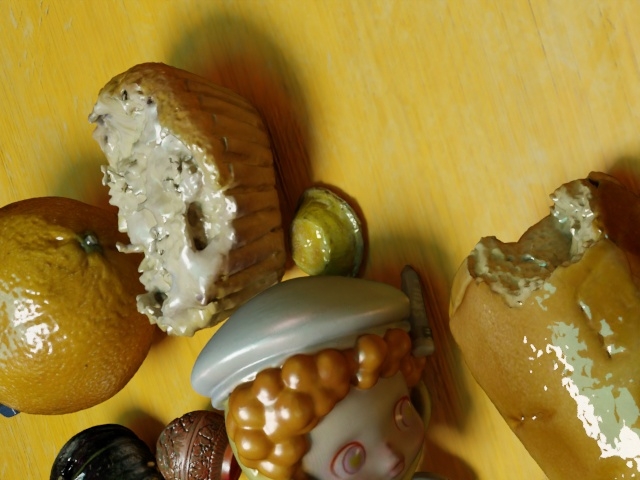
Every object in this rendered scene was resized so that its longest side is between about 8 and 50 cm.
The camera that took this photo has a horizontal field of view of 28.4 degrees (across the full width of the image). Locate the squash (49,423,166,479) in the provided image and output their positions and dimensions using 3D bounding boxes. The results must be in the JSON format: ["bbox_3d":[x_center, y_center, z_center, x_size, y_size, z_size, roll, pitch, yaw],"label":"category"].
[{"bbox_3d":[-0.244,0.315,1.545,0.193,0.156,0.193,24,139,23],"label":"squash"}]

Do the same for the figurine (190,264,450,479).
[{"bbox_3d":[0.001,0.215,1.166,0.205,0.224,0.382,12,112,52],"label":"figurine"}]

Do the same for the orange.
[{"bbox_3d":[-0.305,0.071,1.439,0.264,0.264,0.264,22,121,41],"label":"orange"}]

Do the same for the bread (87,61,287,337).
[{"bbox_3d":[-0.129,-0.047,1.250,0.274,0.149,0.274,32,129,51],"label":"bread"}]

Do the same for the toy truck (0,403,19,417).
[{"bbox_3d":[-0.388,0.184,1.716,0.201,0.074,0.088,-24,96,49],"label":"toy truck"}]

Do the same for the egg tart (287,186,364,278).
[{"bbox_3d":[0.000,0.000,1.228,0.105,0.039,0.105,21,122,39],"label":"egg tart"}]

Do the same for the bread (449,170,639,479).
[{"bbox_3d":[0.235,0.124,0.932,0.344,0.149,0.195,51,136,21],"label":"bread"}]

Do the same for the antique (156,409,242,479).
[{"bbox_3d":[-0.139,0.242,1.435,0.104,0.104,0.104,22,121,41],"label":"antique"}]
